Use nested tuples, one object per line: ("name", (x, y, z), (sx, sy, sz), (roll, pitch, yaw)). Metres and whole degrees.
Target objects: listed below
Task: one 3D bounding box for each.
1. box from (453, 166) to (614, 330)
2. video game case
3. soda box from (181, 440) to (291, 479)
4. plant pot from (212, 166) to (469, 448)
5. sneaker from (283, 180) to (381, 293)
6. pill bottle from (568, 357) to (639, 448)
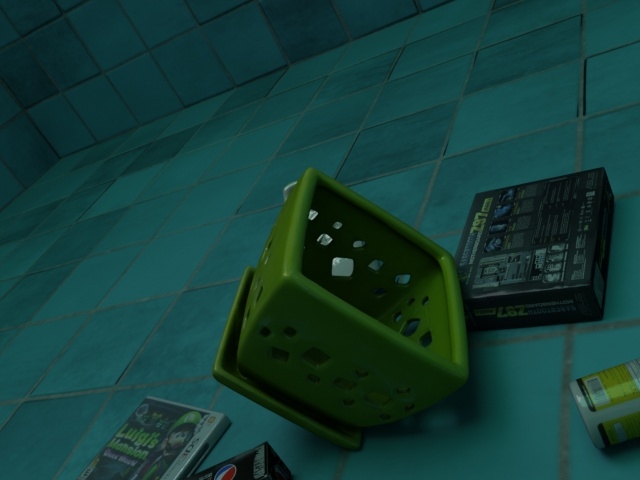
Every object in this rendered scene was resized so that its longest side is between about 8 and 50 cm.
("box", (0.268, 0.010, 0.866), (0.183, 0.059, 0.232), (-11, 34, 34))
("video game case", (-0.237, 0.295, 0.928), (0.190, 0.022, 0.173), (-2, 38, 43))
("soda box", (-0.118, 0.296, 0.766), (0.169, 0.060, 0.053), (-26, 26, 10))
("plant pot", (0.012, 0.090, 0.782), (0.207, 0.228, 0.227), (-49, 17, 31))
("sneaker", (0.000, 0.000, 1.053), (0.114, 0.152, 0.305), (-30, 28, -5))
("pill bottle", (0.292, 0.140, 0.611), (0.116, 0.065, 0.065), (-23, 28, 15))
